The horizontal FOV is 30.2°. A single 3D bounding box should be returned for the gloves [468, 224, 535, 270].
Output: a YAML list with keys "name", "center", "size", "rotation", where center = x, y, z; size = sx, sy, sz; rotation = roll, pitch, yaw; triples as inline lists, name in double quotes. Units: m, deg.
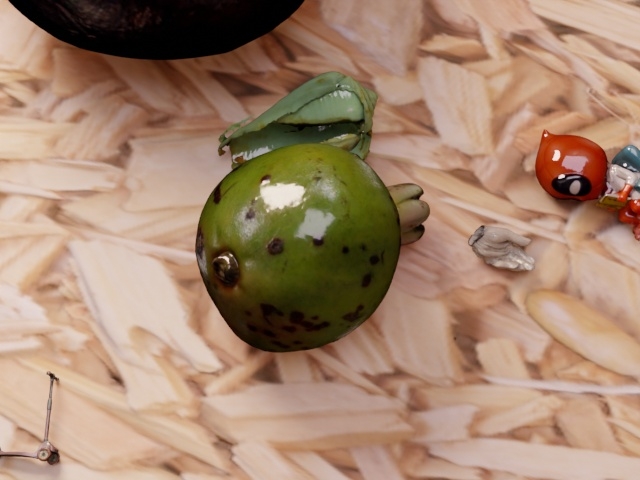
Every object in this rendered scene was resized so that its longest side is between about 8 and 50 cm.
- name: "gloves"
  center: [0.177, 0.005, 1.171]
  size: [0.081, 0.037, 0.044]
  rotation: [36, 99, 0]

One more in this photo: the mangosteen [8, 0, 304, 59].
- name: "mangosteen"
  center: [-0.166, -0.372, 1.154]
  size: [0.382, 0.382, 0.435]
  rotation: [-6, 32, -5]

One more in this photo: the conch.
- name: "conch"
  center: [-0.016, -0.101, 1.188]
  size: [0.170, 0.079, 0.105]
  rotation: [-25, 66, 5]

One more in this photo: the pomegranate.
- name: "pomegranate"
  center: [0.000, 0.000, 1.102]
  size: [0.248, 0.202, 0.202]
  rotation: [-13, 68, -40]

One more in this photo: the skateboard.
- name: "skateboard"
  center: [-0.269, 0.164, 1.103]
  size: [0.064, 0.032, 0.083]
  rotation: [2, 73, 9]

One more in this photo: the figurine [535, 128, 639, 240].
- name: "figurine"
  center: [0.278, -0.064, 1.185]
  size: [0.140, 0.068, 0.075]
  rotation: [29, 74, 6]
